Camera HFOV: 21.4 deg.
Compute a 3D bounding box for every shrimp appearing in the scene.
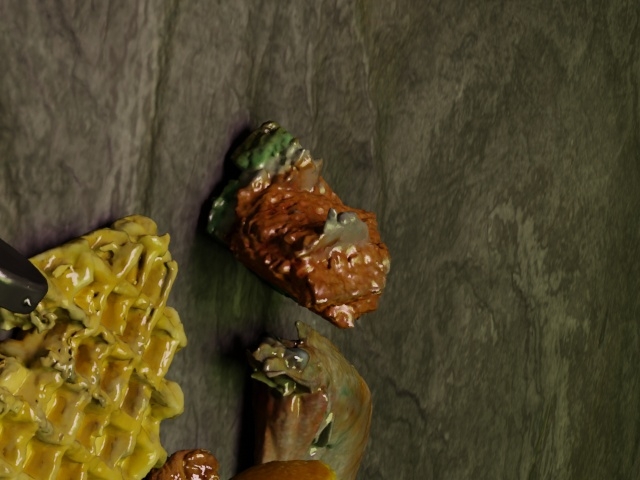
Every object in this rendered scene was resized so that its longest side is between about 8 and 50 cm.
[{"bbox_3d":[-0.021,0.168,1.468,0.168,0.077,0.317,-66,156,-16],"label":"shrimp"}]

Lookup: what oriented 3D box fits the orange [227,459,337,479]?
[{"bbox_3d":[-0.042,0.302,1.364,0.158,0.179,0.237,-27,133,-33],"label":"orange"}]

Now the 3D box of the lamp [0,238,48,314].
[{"bbox_3d":[-0.245,0.155,0.951,0.130,0.108,0.371,30,74,-64],"label":"lamp"}]

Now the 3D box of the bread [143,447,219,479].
[{"bbox_3d":[-0.132,0.264,1.262,0.105,0.076,0.233,32,60,-20],"label":"bread"}]

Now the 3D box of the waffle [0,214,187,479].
[{"bbox_3d":[-0.173,0.115,1.149,0.261,0.056,0.250,-33,131,-59],"label":"waffle"}]

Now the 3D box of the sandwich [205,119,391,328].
[{"bbox_3d":[0.003,0.003,1.345,0.109,0.160,0.185,-54,144,-4],"label":"sandwich"}]
